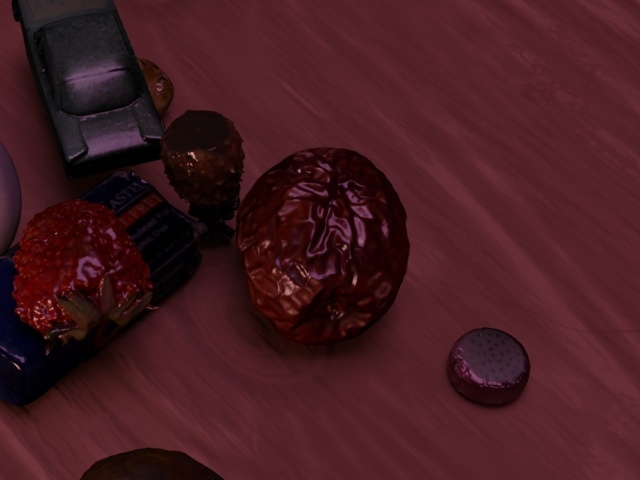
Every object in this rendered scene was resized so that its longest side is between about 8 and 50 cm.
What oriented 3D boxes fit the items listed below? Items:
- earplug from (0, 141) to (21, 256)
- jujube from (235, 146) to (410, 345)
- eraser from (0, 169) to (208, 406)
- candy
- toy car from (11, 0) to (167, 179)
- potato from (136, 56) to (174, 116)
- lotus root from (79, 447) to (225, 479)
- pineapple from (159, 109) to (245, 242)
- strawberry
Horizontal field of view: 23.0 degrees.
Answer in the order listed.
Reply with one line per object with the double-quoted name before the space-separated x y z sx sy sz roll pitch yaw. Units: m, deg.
"earplug" -0.470 -0.095 1.908 0.175 0.214 0.325 19 31 -50
"jujube" 0.000 0.000 1.925 0.213 0.213 0.232 1 46 -13
"eraser" -0.290 0.048 1.868 0.155 0.101 0.332 34 48 17
"candy" 0.207 0.153 1.934 0.103 0.043 0.103 7 47 -8
"toy car" -0.296 -0.223 2.018 0.141 0.097 0.320 -14 57 -14
"potato" -0.282 -0.205 2.122 0.171 0.080 0.107 0 36 -12
"lotus root" -0.151 0.361 1.534 0.251 0.250 0.346 -7 45 -20
"pineapple" -0.137 -0.068 1.953 0.108 0.197 0.108 -4 47 4
"strawberry" -0.282 0.015 1.773 0.167 0.087 0.208 -18 54 -26
